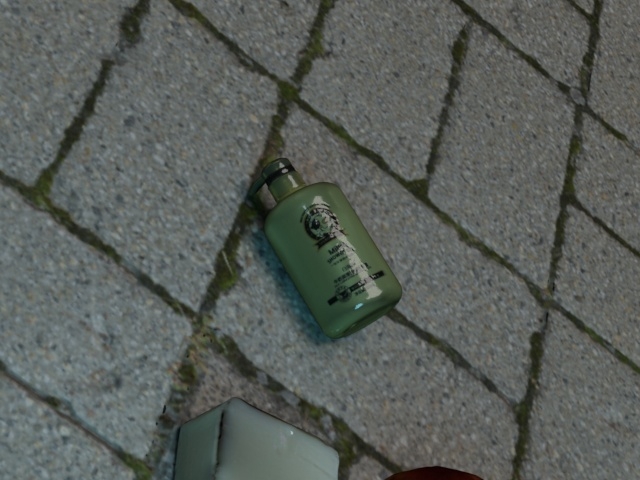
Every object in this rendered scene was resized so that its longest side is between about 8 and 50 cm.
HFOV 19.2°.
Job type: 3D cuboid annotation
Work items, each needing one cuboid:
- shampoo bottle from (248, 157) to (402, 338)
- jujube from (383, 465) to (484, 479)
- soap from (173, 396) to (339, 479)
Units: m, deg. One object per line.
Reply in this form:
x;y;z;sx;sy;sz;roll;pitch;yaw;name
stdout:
0.000;0.000;1.624;0.079;0.079;0.162;-17;72;-51;shampoo bottle
0.118;0.275;1.436;0.250;0.174;0.174;42;33;-43;jujube
-0.049;0.215;1.400;0.121;0.064;0.183;30;41;-26;soap
